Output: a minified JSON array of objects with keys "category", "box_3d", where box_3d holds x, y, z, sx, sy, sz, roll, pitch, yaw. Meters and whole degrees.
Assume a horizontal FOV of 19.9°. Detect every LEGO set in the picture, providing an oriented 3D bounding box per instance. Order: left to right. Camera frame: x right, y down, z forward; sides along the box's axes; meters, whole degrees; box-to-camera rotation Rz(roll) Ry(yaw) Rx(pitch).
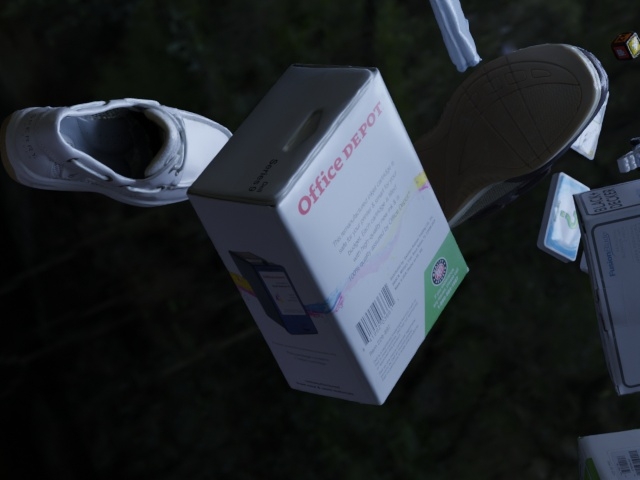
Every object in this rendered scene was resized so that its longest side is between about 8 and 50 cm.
[{"category":"LEGO set","box_3d":[0.312,-0.077,1.800,0.060,0.182,0.244,-2,-112,48]}]

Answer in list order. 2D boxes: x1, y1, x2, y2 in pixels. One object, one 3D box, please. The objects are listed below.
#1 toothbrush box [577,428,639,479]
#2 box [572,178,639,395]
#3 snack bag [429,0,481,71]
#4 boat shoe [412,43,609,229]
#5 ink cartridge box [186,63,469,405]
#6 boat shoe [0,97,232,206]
[{"category":"toothbrush box","box_3d":[0.362,0.376,1.991,0.206,0.122,0.283,-104,-174,-55]},{"category":"box","box_3d":[0.374,0.015,1.558,0.087,0.290,0.169,-86,161,-72]},{"category":"snack bag","box_3d":[0.028,-0.341,1.461,0.323,0.037,0.342,-102,165,-50]},{"category":"boat shoe","box_3d":[0.162,-0.090,1.617,0.103,0.092,0.285,59,-43,13]},{"category":"ink cartridge box","box_3d":[0.011,-0.006,1.374,0.093,0.154,0.212,8,-41,37]},{"category":"boat shoe","box_3d":[-0.169,-0.086,1.734,0.096,0.277,0.098,-12,-96,42]}]
